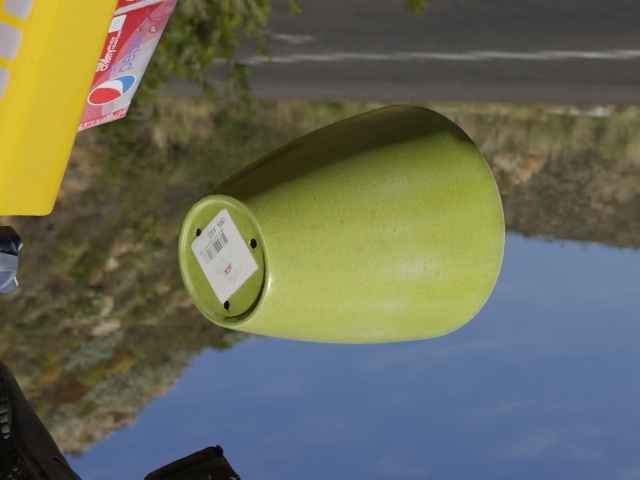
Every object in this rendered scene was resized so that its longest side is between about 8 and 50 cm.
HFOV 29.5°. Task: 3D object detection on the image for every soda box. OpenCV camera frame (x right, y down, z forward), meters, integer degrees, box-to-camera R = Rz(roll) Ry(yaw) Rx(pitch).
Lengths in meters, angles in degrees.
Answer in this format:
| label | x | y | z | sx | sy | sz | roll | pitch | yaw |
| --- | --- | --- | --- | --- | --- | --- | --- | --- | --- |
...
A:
| label | x | y | z | sx | sy | sz | roll | pitch | yaw |
| --- | --- | --- | --- | --- | --- | --- | --- | --- | --- |
| soda box | -0.239 | -0.219 | 1.314 | 0.083 | 0.092 | 0.263 | -25 | 168 | -30 |

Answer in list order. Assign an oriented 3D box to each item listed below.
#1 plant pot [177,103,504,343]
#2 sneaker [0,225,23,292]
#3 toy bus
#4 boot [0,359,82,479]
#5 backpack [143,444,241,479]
| label | x | y | z | sx | sy | sz | roll | pitch | yaw |
| --- | --- | --- | --- | --- | --- | --- | --- | --- | --- |
| plant pot | 0.000 | 0.000 | 1.308 | 0.275 | 0.274 | 0.293 | 10 | -165 | 43 |
| sneaker | -0.462 | 0.017 | 1.451 | 0.226 | 0.086 | 0.163 | 9 | -175 | 31 |
| toy bus | -0.272 | -0.134 | 1.036 | 0.130 | 0.332 | 0.108 | 23 | -170 | 22 |
| boot | -0.354 | 0.307 | 1.579 | 0.223 | 0.118 | 0.338 | 38 | -167 | -45 |
| backpack | -0.163 | 0.330 | 1.556 | 0.114 | 0.084 | 0.105 | -16 | -155 | -18 |
